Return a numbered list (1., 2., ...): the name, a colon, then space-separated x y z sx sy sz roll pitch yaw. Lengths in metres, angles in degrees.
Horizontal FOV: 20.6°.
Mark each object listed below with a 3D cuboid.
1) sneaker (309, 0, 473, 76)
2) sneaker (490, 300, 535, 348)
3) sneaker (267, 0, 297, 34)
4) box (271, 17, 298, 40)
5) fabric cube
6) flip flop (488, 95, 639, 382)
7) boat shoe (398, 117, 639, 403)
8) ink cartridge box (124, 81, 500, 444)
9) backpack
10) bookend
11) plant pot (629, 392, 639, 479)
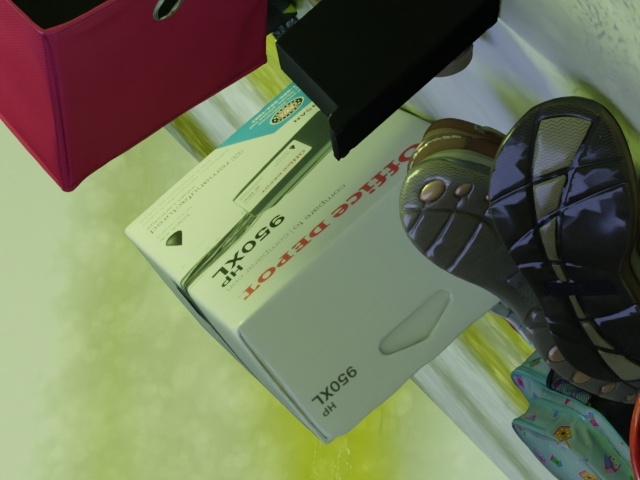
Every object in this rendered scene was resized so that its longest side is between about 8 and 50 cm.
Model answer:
1. sneaker: 0.050 -0.196 1.361 0.188 0.066 0.071 36 151 39
2. sneaker: 0.195 0.056 1.864 0.158 0.061 0.065 50 180 -10
3. sneaker: -0.131 -0.277 1.851 0.300 0.111 0.121 32 155 51
4. box: -0.025 -0.213 1.889 0.067 0.018 0.083 49 174 -9
5. fabric cube: -0.216 -0.252 1.616 0.259 0.254 0.258 46 157 20
6. flip flop: 0.203 -0.003 1.300 0.112 0.080 0.277 1 138 30
7. boat shoe: 0.197 0.011 1.428 0.324 0.123 0.116 42 -149 -26
8. ink cartridge box: 0.000 0.000 1.798 0.166 0.285 0.395 52 172 -25
9. backpack: 0.268 0.168 1.680 0.166 0.144 0.188 45 179 -26
10. bookend: 0.018 -0.169 1.239 0.156 0.157 0.072 46 173 12
11. plant pot: 0.292 0.137 1.115 0.191 0.191 0.174 49 177 -9
